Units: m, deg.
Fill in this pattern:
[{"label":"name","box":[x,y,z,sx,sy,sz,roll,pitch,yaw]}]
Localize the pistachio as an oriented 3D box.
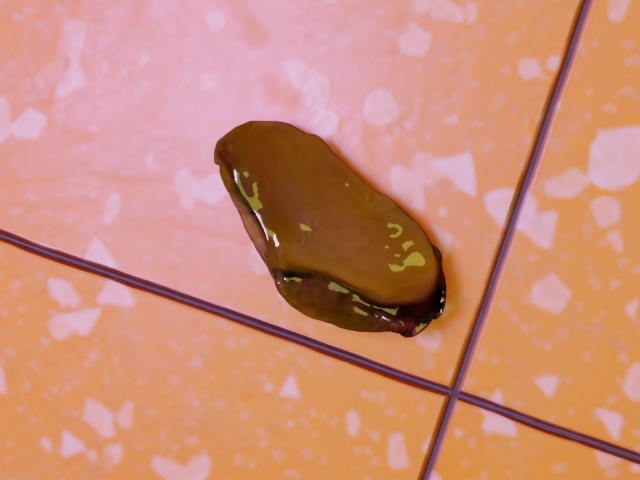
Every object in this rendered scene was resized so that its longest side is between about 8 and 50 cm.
[{"label":"pistachio","box":[0.000,0.000,0.872,0.173,0.049,0.089,42,73,6]}]
